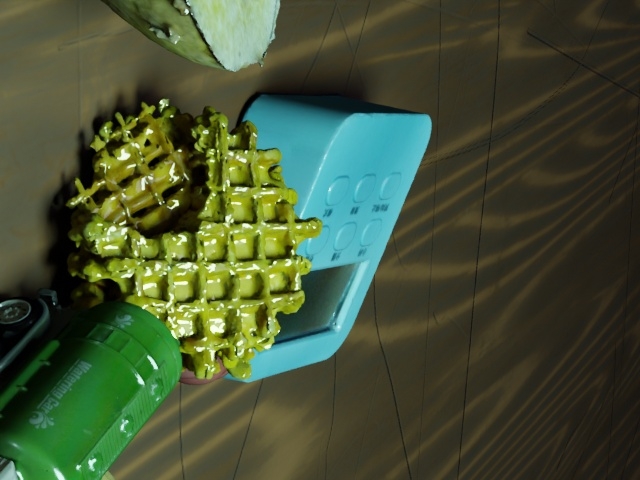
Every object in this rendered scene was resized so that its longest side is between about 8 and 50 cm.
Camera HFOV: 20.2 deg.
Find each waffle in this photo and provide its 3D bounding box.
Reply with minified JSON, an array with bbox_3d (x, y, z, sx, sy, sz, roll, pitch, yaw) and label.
[{"bbox_3d":[-0.093,-0.001,1.292,0.197,0.070,0.193,29,67,-29],"label":"waffle"}]

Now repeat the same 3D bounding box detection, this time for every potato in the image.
[{"bbox_3d":[-0.111,-0.255,1.181,0.239,0.116,0.299,-42,127,-63],"label":"potato"}]

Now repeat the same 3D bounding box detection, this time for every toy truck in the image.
[{"bbox_3d":[-0.191,0.127,1.154,0.242,0.125,0.101,-50,145,-46],"label":"toy truck"}]

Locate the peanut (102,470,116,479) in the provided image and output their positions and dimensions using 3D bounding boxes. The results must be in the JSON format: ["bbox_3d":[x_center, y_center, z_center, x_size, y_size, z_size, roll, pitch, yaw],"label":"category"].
[{"bbox_3d":[-0.174,0.237,1.287,0.089,0.089,0.193,-46,140,-52],"label":"peanut"}]

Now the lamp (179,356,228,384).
[{"bbox_3d":[-0.092,0.058,1.384,0.107,0.092,0.107,11,90,-68],"label":"lamp"}]

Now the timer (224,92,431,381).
[{"bbox_3d":[0.000,0.000,1.580,0.232,0.091,0.250,-12,115,-66],"label":"timer"}]
